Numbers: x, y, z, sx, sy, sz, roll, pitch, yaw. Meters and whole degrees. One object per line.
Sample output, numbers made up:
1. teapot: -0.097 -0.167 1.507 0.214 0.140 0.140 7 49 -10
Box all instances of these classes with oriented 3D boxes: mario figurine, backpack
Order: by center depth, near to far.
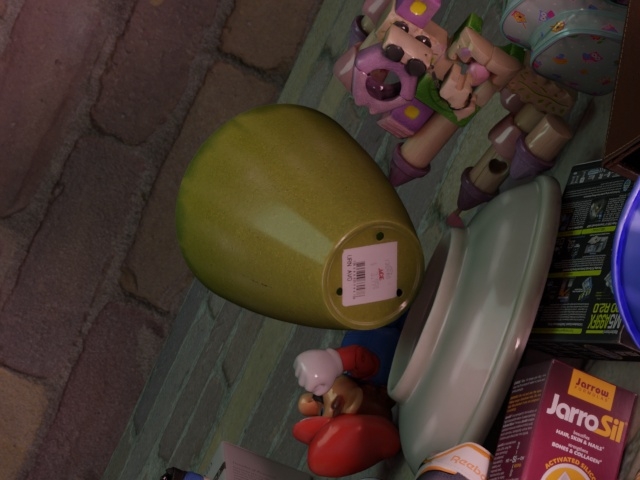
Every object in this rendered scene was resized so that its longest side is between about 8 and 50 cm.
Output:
1. backpack: 0.302 -0.262 2.113 0.166 0.188 0.144 -39 32 59
2. mario figurine: 0.037 0.163 2.433 0.170 0.198 0.321 -20 44 55

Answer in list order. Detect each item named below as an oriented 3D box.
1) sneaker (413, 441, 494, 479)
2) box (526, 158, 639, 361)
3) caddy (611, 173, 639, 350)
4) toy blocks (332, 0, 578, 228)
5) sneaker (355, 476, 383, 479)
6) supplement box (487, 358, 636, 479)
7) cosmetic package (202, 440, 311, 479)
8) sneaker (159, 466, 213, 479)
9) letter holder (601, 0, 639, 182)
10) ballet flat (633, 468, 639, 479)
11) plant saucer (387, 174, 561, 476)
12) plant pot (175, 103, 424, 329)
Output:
1. sneaker: 0.136 0.316 1.963 0.127 0.126 0.321 -52 -10 -23
2. box: 0.313 0.017 1.929 0.216 0.060 0.270 -71 15 -9
3. caddy: 0.376 -0.028 1.436 0.341 0.241 0.179 -65 20 7
4. toy blocks: 0.140 -0.155 2.252 0.260 0.288 0.309 -50 14 32
5. sneaker: 0.017 0.374 2.370 0.258 0.094 0.091 -56 23 38
6. supplement box: 0.234 0.226 1.818 0.081 0.104 0.188 -30 40 65
7. cosmetic package: -0.102 0.413 2.611 0.151 0.151 0.184 -62 16 17
8. sneaker: -0.201 0.383 2.535 0.058 0.084 0.152 -50 23 45
9. letter holder: 0.409 -0.207 1.750 0.214 0.152 0.302 -40 31 56
10. ballet flat: 0.310 0.315 1.476 0.124 0.116 0.342 -28 34 37
11. plant saucer: 0.160 0.099 2.112 0.400 0.100 0.401 -159 90 -86
12. plant pot: 0.000 0.000 2.249 0.293 0.274 0.275 36 104 59
